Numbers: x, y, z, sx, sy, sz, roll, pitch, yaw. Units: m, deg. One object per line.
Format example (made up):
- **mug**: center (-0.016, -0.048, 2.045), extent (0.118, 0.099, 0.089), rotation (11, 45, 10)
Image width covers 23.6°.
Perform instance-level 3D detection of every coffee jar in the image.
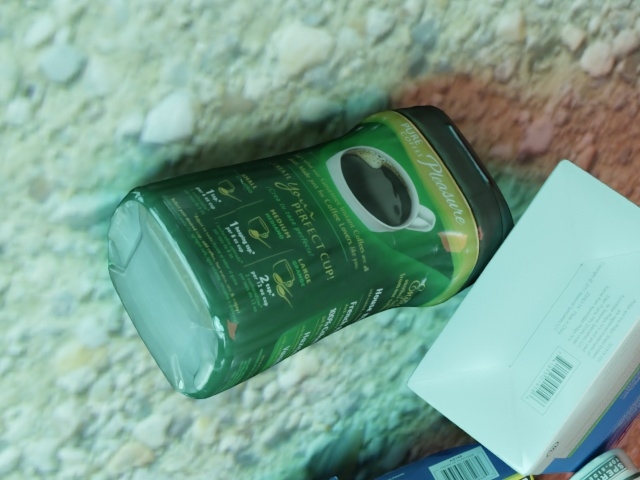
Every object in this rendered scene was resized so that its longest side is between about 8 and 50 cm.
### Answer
- **coffee jar**: center (0.000, 0.000, 0.718), extent (0.184, 0.096, 0.079), rotation (-19, 157, -32)

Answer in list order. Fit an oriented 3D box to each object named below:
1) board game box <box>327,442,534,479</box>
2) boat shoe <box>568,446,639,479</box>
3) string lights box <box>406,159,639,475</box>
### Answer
- **board game box**: center (0.039, 0.218, 0.857), extent (0.194, 0.060, 0.194), rotation (-22, 123, -6)
- **boat shoe**: center (0.166, 0.186, 0.894), extent (0.078, 0.070, 0.219), rotation (-37, 159, -6)
- **string lights box**: center (0.144, 0.053, 0.824), extent (0.133, 0.077, 0.260), rotation (-55, 161, 4)
